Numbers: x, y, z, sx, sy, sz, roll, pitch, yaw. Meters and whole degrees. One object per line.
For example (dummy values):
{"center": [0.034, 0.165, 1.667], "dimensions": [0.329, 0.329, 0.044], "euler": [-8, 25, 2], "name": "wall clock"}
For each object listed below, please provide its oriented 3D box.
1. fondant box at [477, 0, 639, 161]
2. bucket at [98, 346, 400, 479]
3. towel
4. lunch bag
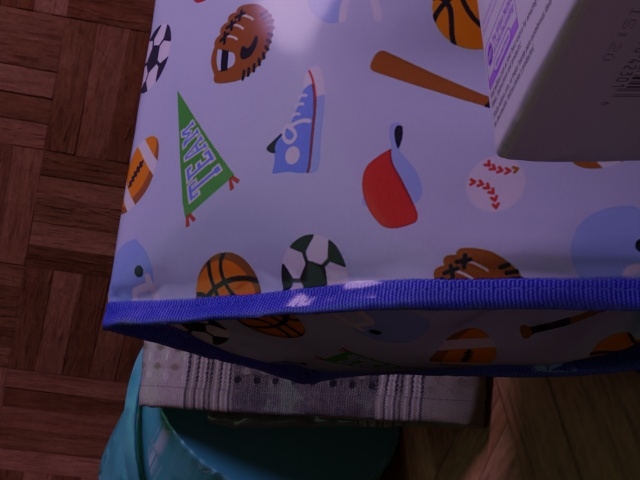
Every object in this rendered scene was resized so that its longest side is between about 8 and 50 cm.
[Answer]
{"center": [0.123, -0.230, 0.506], "dimensions": [0.238, 0.096, 0.330], "euler": [107, 160, -65], "name": "fondant box"}
{"center": [-0.067, 0.195, 1.216], "dimensions": [0.281, 0.281, 0.183], "euler": [-95, 23, -46], "name": "bucket"}
{"center": [0.000, 0.000, 1.076], "dimensions": [0.056, 0.312, 0.324], "euler": [35, -122, -65], "name": "towel"}
{"center": [0.089, -0.086, 0.753], "dimensions": [0.385, 0.239, 0.328], "euler": [-10, 70, 42], "name": "lunch bag"}
